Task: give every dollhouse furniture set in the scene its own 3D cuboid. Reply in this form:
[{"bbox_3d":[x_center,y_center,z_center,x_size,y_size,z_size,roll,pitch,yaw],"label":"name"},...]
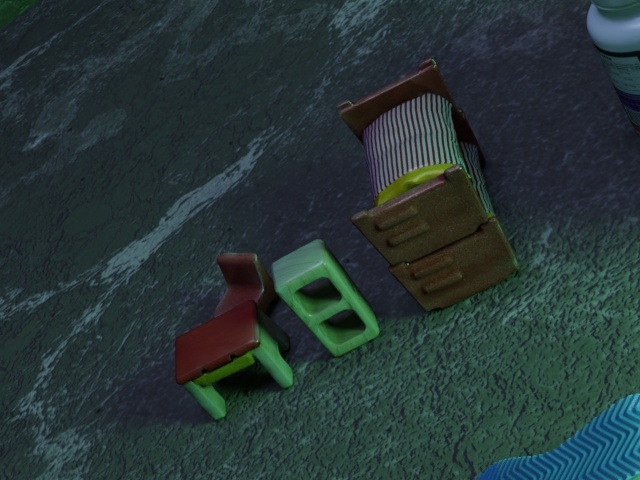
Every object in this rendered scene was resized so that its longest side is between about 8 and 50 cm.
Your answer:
[{"bbox_3d":[0.000,0.000,1.153,0.374,0.152,0.201,-27,37,14],"label":"dollhouse furniture set"}]

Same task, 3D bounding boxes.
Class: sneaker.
[{"bbox_3d":[0.194,0.201,0.832,0.229,0.092,0.087,-36,33,37],"label":"sneaker"}]

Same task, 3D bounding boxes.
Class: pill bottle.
[{"bbox_3d":[0.319,-0.193,1.056,0.108,0.193,0.108,-23,39,19],"label":"pill bottle"}]
